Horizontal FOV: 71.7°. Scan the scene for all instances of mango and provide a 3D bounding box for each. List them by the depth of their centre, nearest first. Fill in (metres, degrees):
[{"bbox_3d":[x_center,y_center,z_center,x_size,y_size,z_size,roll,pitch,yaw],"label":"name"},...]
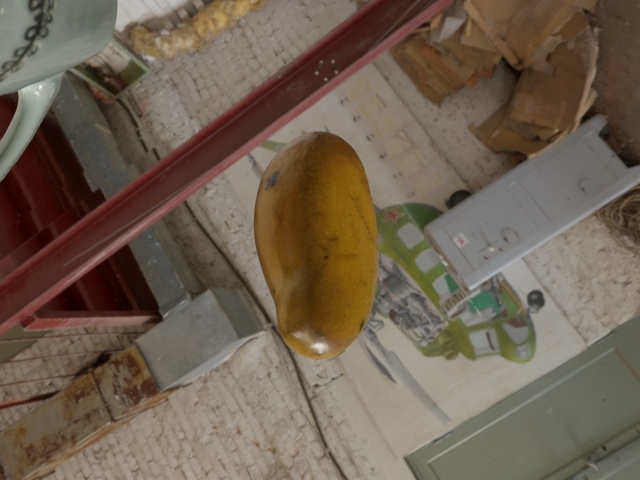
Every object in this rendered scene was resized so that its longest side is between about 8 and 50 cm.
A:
[{"bbox_3d":[-0.005,0.000,0.524,0.177,0.120,0.294,39,-133,-43],"label":"mango"}]

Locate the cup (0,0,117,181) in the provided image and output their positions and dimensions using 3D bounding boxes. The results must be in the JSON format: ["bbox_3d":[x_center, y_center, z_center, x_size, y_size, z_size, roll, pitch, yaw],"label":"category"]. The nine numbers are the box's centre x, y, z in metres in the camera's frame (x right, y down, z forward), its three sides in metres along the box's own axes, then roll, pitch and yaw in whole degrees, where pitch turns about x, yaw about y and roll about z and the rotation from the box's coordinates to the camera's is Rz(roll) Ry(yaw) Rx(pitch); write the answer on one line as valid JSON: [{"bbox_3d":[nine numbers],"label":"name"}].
[{"bbox_3d":[-0.274,-0.142,0.305,0.186,0.234,0.258,18,123,30],"label":"cup"}]
